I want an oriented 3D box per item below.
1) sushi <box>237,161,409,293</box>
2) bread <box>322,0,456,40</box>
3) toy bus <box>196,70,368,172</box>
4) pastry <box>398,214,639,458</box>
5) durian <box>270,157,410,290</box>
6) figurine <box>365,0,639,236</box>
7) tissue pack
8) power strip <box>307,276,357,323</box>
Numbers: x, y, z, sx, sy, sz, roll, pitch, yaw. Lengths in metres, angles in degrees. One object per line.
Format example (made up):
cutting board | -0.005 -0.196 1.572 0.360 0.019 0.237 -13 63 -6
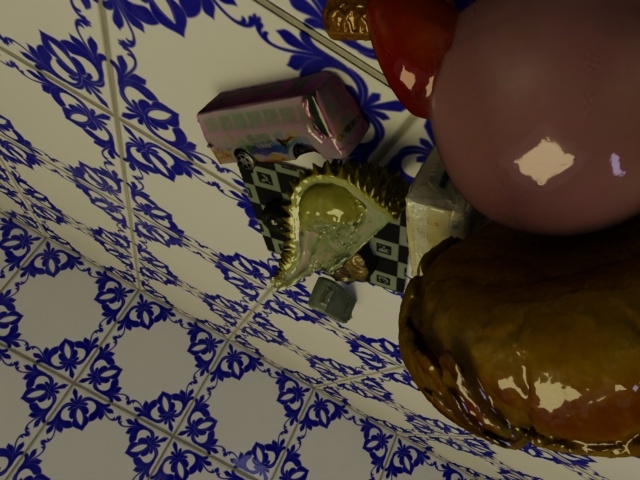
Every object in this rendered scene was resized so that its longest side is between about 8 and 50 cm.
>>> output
sushi | 0.000 0.000 1.002 0.359 0.064 0.343 18 149 18
bread | 0.072 -0.247 0.538 0.157 0.044 0.052 12 146 29
toy bus | -0.069 -0.177 0.751 0.274 0.090 0.112 4 136 38
pastry | 0.245 0.062 0.482 0.356 0.356 0.164 -8 106 50
durian | 0.027 -0.025 0.782 0.172 0.166 0.306 8 145 -45
figurine | 0.195 -0.108 0.434 0.261 0.211 0.269 -3 160 41
tissue pack | 0.187 -0.040 0.684 0.092 0.148 0.196 21 154 23
power strip | 0.032 0.147 1.176 0.052 0.078 0.272 21 171 20
